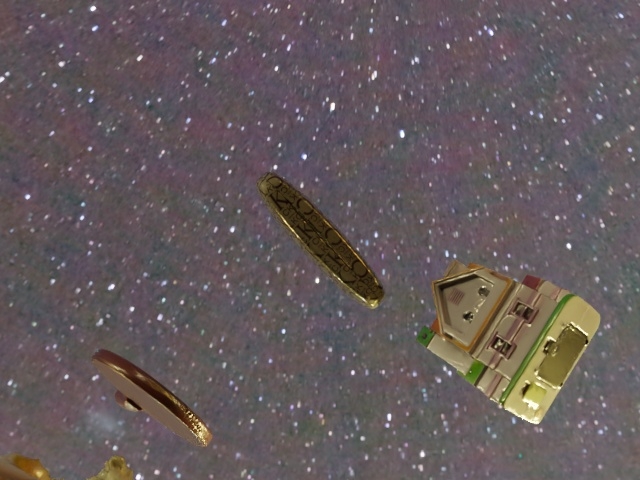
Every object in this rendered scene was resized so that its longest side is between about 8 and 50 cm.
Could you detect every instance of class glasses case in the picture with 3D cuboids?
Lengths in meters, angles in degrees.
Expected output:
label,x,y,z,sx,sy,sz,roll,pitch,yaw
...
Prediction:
label,x,y,z,sx,sy,sz,roll,pitch,yaw
glasses case,0.000,0.000,1.464,0.085,0.137,0.355,-43,-91,-6

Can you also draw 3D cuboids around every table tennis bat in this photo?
label,x,y,z,sx,sy,sz,roll,pitch,yaw
table tennis bat,-0.337,0.306,1.382,0.268,0.051,0.414,43,-24,-11

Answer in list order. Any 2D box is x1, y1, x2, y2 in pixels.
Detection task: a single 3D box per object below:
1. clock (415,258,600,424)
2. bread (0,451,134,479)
label,x,y,z,sx,sy,sz,roll,pitch,yaw
clock,0.334,0.162,1.381,0.166,0.309,0.235,32,-90,-41
bread,-0.314,0.455,0.997,0.424,0.329,0.245,32,-95,-20
